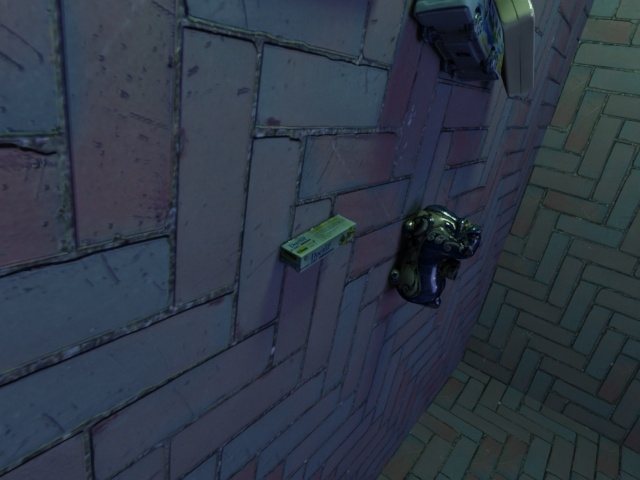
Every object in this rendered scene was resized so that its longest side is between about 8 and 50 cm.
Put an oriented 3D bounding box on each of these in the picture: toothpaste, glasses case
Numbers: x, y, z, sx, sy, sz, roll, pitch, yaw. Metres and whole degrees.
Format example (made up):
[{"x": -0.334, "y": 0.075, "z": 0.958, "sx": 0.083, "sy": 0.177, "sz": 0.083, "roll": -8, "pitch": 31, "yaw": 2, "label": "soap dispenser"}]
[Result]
[{"x": 0.000, "y": 0.000, "z": 0.715, "sx": 0.164, "sy": 0.046, "sz": 0.034, "roll": -31, "pitch": 139, "yaw": -45, "label": "toothpaste"}, {"x": 0.493, "y": -0.506, "z": 1.051, "sx": 0.312, "sy": 0.070, "sz": 0.131, "roll": 28, "pitch": 51, "yaw": -60, "label": "glasses case"}]

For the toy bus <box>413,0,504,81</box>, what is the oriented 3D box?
[{"x": 0.290, "y": -0.427, "z": 0.816, "sx": 0.329, "sy": 0.108, "sz": 0.136, "roll": 4, "pitch": 97, "yaw": -58, "label": "toy bus"}]

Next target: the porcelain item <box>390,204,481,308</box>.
[{"x": 0.305, "y": 0.050, "z": 1.094, "sx": 0.138, "sy": 0.186, "sz": 0.288, "roll": -22, "pitch": 130, "yaw": -52, "label": "porcelain item"}]
